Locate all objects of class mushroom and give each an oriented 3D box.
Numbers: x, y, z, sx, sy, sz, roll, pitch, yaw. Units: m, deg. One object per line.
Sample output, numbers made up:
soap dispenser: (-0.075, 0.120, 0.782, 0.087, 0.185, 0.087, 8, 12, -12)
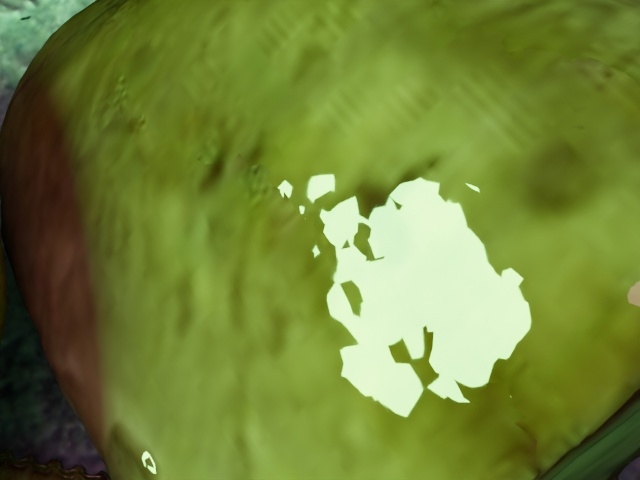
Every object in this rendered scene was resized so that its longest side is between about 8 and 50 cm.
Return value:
mushroom: (0.008, -0.040, 0.526, 0.224, 0.313, 0.397, -13, 55, -42)

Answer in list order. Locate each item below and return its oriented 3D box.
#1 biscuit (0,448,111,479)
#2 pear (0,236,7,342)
biscuit: (-0.221, 0.171, 0.629, 0.203, 0.016, 0.144, 7, 57, 11)
pear: (-0.321, 0.020, 0.519, 0.362, 0.418, 0.362, 2, 116, 4)
